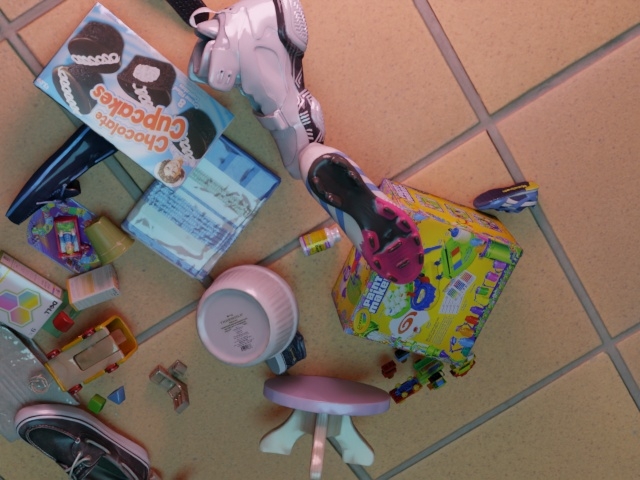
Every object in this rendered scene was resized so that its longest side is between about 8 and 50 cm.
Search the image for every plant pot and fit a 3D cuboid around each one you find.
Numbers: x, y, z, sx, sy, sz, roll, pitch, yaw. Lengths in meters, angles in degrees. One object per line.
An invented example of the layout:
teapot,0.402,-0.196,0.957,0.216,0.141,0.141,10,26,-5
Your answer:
plant pot,-0.423,-0.006,1.800,0.083,0.083,0.079,-33,107,6

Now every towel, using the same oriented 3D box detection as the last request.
towel,-0.663,0.290,1.922,0.187,0.049,0.282,-29,118,5
towel,-0.239,-0.074,1.832,0.209,0.034,0.285,36,103,-20

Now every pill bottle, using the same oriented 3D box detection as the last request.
pill bottle,0.000,0.000,1.901,0.083,0.043,0.043,-21,117,0

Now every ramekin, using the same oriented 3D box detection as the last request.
ramekin,-0.156,0.160,1.866,0.207,0.109,0.207,4,103,17

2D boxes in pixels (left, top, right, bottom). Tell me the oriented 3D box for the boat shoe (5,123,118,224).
boat shoe,-0.487,-0.112,1.731,0.258,0.109,0.089,-41,116,12

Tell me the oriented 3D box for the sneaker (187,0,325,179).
sneaker,-0.121,-0.271,1.677,0.210,0.137,0.366,-18,113,-22

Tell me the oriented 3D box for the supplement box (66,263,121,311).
supplement box,-0.460,0.096,1.852,0.098,0.062,0.036,-20,144,1

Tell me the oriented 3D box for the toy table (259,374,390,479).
toy table,0.005,0.399,1.991,0.274,0.252,0.161,9,99,11

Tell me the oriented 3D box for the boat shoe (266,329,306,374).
boat shoe,-0.095,0.190,1.970,0.083,0.065,0.183,-27,103,-33

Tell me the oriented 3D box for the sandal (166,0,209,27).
sandal,-0.267,-0.461,1.648,0.067,0.040,0.179,-30,131,11

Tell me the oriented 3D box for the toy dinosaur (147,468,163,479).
toy dinosaur,-0.384,0.656,2.106,0.295,0.127,0.200,-40,123,-4

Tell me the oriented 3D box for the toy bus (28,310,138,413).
toy bus,-0.479,0.239,1.892,0.202,0.104,0.191,16,106,8

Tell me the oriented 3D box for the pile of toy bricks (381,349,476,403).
pile of toy bricks,0.238,0.297,2.062,0.212,0.118,0.105,-28,146,-14

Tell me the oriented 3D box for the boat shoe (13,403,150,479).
boat shoe,-0.502,0.458,1.960,0.335,0.119,0.121,32,114,-30

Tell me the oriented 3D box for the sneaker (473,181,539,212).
sneaker,0.394,-0.080,1.927,0.144,0.053,0.059,-12,118,-3

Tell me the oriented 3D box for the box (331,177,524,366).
box,0.213,0.067,1.895,0.279,0.177,0.290,18,111,-17

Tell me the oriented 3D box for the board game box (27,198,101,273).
board game box,-0.498,-0.003,1.820,0.168,0.033,0.133,38,104,-23

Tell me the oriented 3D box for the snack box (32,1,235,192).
snack box,-0.339,-0.258,1.682,0.322,0.060,0.187,38,86,-21

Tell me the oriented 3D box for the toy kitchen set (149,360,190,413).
toy kitchen set,-0.315,0.311,1.974,0.068,0.075,0.083,-44,118,10

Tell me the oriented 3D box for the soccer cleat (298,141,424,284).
soccer cleat,0.079,-0.059,1.703,0.116,0.143,0.331,-40,117,2

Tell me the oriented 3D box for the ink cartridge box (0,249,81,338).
ink cartridge box,-0.592,0.124,1.847,0.209,0.062,0.109,37,104,-23
